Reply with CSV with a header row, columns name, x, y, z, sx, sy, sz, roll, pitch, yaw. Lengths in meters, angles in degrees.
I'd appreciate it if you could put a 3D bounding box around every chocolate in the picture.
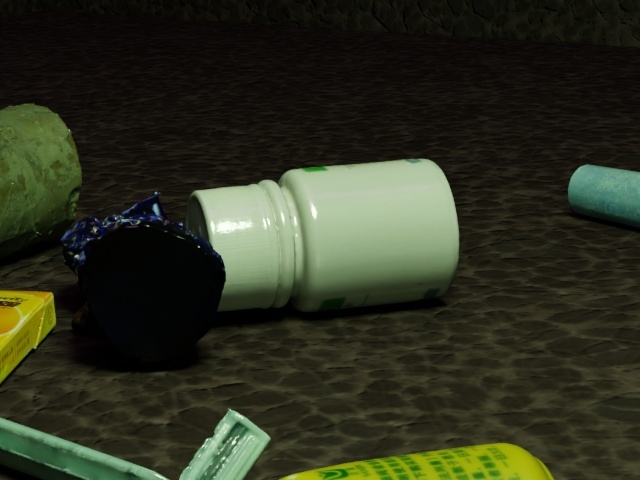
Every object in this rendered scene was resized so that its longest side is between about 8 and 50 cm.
name,x,y,z,sx,sy,sz,roll,pitch,yaw
chocolate,-0.186,0.020,1.557,0.126,0.148,0.343,35,-2,-17

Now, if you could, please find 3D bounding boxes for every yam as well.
name,x,y,z,sx,sy,sz,roll,pitch,yaw
yam,-0.369,-0.050,1.766,0.161,0.161,0.268,7,17,31

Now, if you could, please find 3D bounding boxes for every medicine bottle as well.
name,x,y,z,sx,sy,sz,roll,pitch,yaw
medicine bottle,0.000,0.000,1.582,0.237,0.139,0.139,-7,15,-15
medicine bottle,-0.007,0.176,1.013,0.309,0.076,0.111,-5,9,-15

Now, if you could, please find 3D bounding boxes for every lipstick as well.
name,x,y,z,sx,sy,sz,roll,pitch,yaw
lipstick,0.391,-0.035,1.829,0.068,0.061,0.274,-11,17,-39

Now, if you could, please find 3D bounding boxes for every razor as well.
name,x,y,z,sx,sy,sz,roll,pitch,yaw
razor,-0.157,0.158,1.162,0.278,0.056,0.111,5,51,45

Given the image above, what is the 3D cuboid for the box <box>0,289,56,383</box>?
name,x,y,z,sx,sy,sz,roll,pitch,yaw
box,-0.333,0.094,1.428,0.152,0.043,0.269,2,16,6
